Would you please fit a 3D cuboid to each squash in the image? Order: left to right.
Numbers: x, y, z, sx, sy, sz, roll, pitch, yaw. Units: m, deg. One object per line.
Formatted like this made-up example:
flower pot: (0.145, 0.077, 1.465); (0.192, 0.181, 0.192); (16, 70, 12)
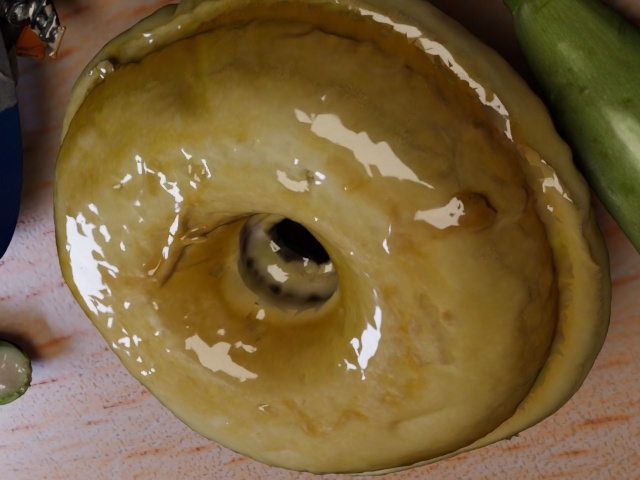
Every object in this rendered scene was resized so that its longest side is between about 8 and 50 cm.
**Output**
squash: (-0.381, 0.119, 1.398); (0.239, 0.069, 0.069); (5, 118, 21)
squash: (0.252, -0.049, 1.017); (0.118, 0.118, 0.370); (-34, 96, 33)

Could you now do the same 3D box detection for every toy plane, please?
toy plane: (-0.237, -0.221, 1.164); (0.135, 0.062, 0.188); (41, 125, 29)

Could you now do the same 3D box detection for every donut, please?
donut: (0.000, 0.000, 1.086); (0.449, 0.198, 0.448); (15, 127, 20)

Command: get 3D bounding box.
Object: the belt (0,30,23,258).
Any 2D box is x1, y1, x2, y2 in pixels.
belt: (-0.359, -0.101, 1.211); (0.212, 0.117, 0.346); (27, 129, 33)
